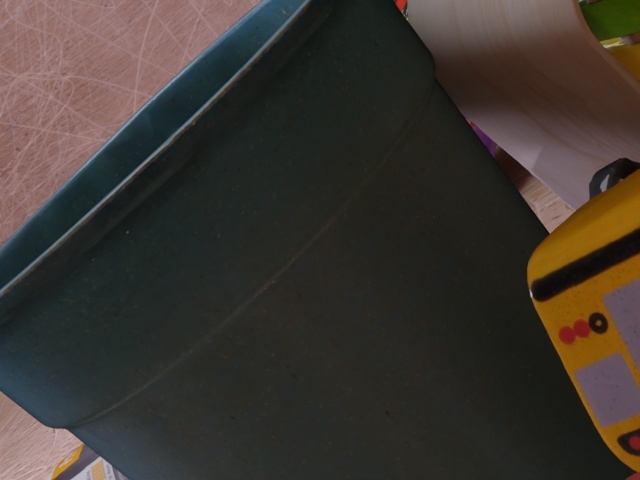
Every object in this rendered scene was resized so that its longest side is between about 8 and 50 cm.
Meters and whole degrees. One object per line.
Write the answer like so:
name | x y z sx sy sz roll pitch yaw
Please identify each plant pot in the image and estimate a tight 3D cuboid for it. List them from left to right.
plant pot | 0.006 0.057 0.862 0.341 0.334 0.341 -40 13 11

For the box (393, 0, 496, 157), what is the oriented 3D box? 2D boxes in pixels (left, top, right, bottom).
box | 0.114 -0.136 1.500 0.201 0.057 0.293 -18 60 64

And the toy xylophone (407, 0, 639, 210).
toy xylophone | 0.207 -0.097 0.934 0.236 0.322 0.081 -5 61 32

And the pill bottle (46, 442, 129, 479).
pill bottle | -0.123 0.209 1.171 0.278 0.162 0.162 -38 13 20

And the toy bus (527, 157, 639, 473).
toy bus | 0.232 -0.011 0.693 0.108 0.130 0.332 -33 -9 40

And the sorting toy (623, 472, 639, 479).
sorting toy | 0.175 0.161 0.543 0.255 0.089 0.257 -35 15 35
